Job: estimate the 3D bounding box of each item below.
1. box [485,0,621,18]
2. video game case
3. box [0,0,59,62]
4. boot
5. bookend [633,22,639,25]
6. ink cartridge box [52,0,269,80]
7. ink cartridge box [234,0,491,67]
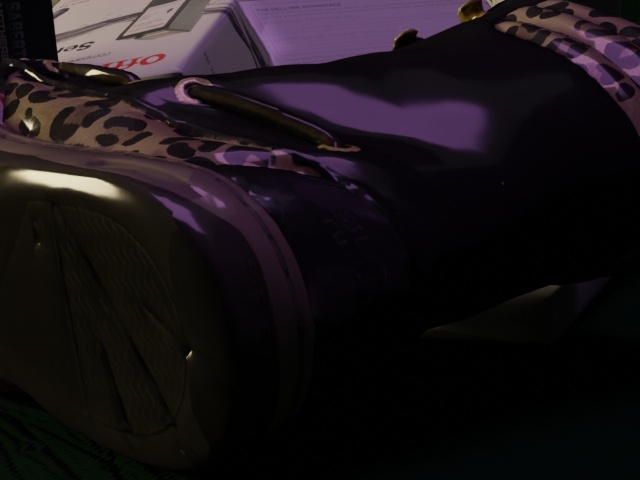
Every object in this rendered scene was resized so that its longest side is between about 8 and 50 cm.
[{"bbox_3d":[0.161,-0.169,1.073,0.072,0.126,0.137,-9,21,-5],"label":"box"},{"bbox_3d":[0.049,0.013,0.805,0.206,0.026,0.227,2,11,21],"label":"video game case"},{"bbox_3d":[-0.210,-0.085,0.888,0.059,0.232,0.183,-10,10,-31],"label":"box"},{"bbox_3d":[-0.030,-0.031,0.667,0.284,0.138,0.377,-17,18,-31],"label":"boot"},{"bbox_3d":[0.177,-0.078,0.995,0.157,0.156,0.072,-2,8,7],"label":"bookend"},{"bbox_3d":[-0.130,-0.117,1.135,0.198,0.114,0.273,-9,27,21],"label":"ink cartridge box"},{"bbox_3d":[0.043,-0.100,0.913,0.171,0.056,0.235,-8,39,-22],"label":"ink cartridge box"}]
